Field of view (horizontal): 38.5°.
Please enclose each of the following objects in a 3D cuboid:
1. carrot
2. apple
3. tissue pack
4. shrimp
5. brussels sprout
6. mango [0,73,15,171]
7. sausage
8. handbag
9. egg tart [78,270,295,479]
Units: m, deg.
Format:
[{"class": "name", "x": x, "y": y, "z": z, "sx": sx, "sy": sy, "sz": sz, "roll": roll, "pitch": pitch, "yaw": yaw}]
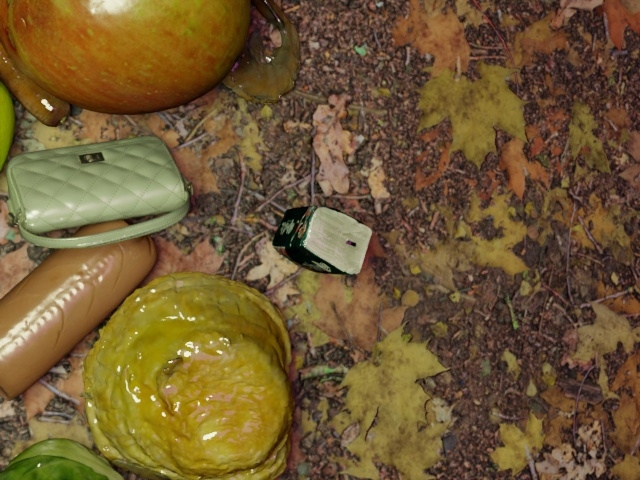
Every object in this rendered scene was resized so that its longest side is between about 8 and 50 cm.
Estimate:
[{"class": "carrot", "x": -0.452, "y": -0.261, "z": 1.314, "sx": 0.059, "sy": 0.059, "sz": 0.248, "roll": -44, "pitch": 99, "yaw": -17}, {"class": "apple", "x": -0.264, "y": -0.329, "z": 1.245, "sx": 0.339, "sy": 0.339, "sz": 0.339, "roll": 1, "pitch": 87, "yaw": -21}, {"class": "tissue pack", "x": 0.000, "y": 0.000, "z": 1.411, "sx": 0.103, "sy": 0.170, "sz": 0.090, "roll": 27, "pitch": 79, "yaw": -16}, {"class": "shrimp", "x": -0.117, "y": -0.336, "z": 1.448, "sx": 0.173, "sy": 0.058, "sz": 0.253, "roll": -30, "pitch": 102, "yaw": -27}, {"class": "brussels sprout", "x": -0.368, "y": 0.352, "z": 1.276, "sx": 0.183, "sy": 0.131, "sz": 0.145, "roll": -21, "pitch": 100, "yaw": -16}, {"class": "mango", "x": -0.518, "y": -0.130, "z": 1.234, "sx": 0.185, "sy": 0.149, "sz": 0.273, "roll": 14, "pitch": 88, "yaw": -27}, {"class": "sausage", "x": -0.363, "y": 0.083, "z": 1.297, "sx": 0.304, "sy": 0.121, "sz": 0.121, "roll": -45, "pitch": 103, "yaw": -19}, {"class": "handbag", "x": -0.305, "y": -0.063, "z": 1.276, "sx": 0.256, "sy": 0.219, "sz": 0.079, "roll": -12, "pitch": 125, "yaw": -22}, {"class": "egg tart", "x": -0.177, "y": 0.222, "z": 1.333, "sx": 0.339, "sy": 0.153, "sz": 0.351, "roll": 2, "pitch": 98, "yaw": -21}]
